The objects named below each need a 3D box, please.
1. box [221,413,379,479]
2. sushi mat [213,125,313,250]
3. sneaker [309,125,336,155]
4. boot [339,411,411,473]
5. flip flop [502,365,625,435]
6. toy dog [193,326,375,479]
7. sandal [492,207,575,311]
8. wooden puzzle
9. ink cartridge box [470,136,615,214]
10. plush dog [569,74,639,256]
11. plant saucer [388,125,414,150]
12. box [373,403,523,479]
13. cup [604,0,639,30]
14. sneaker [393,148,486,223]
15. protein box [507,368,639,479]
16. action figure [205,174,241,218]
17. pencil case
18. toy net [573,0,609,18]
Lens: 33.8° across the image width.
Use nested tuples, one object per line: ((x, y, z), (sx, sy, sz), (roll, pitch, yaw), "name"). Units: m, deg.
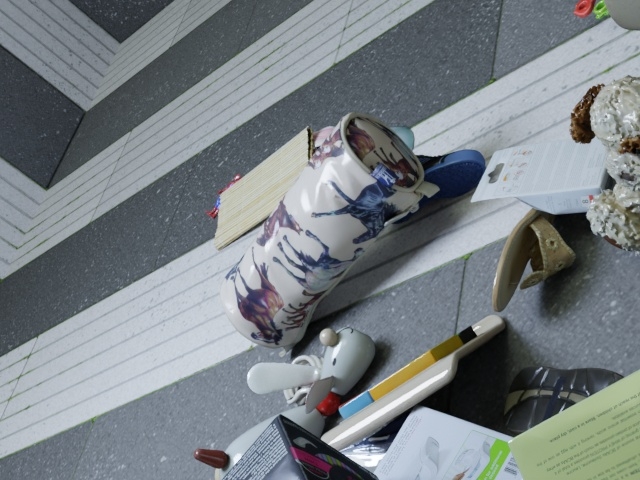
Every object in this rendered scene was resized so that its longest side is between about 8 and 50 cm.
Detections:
((0.001, 0.332, 1.077), (0.143, 0.165, 0.270), (-49, 28, 8), "box")
((-0.120, -0.105, 2.188), (0.316, 0.019, 0.151), (-33, 42, 41), "sushi mat")
((-0.021, -0.182, 2.154), (0.134, 0.051, 0.070), (-24, 32, 35), "sneaker")
((0.087, 0.280, 1.408), (0.190, 0.069, 0.086), (-13, 37, 39), "boot")
((0.294, 0.203, 1.172), (0.112, 0.080, 0.277), (-64, 15, -9), "flip flop")
((-0.067, 0.259, 1.551), (0.220, 0.161, 0.333), (-16, 43, 48), "toy dog")
((0.303, 0.004, 1.399), (0.079, 0.088, 0.240), (11, 46, 26), "sandal")
((0.120, 0.177, 1.377), (0.221, 0.044, 0.239), (-36, -5, 26), "wooden puzzle")
((0.311, -0.084, 1.438), (0.179, 0.045, 0.145), (-8, 30, 30), "ink cartridge box")
((0.407, -0.103, 1.206), (0.210, 0.225, 0.262), (-54, 27, -7), "plush dog")
((0.089, -0.146, 1.959), (0.195, 0.037, 0.195), (-37, 30, 25), "plant saucer")
((0.142, 0.340, 1.168), (0.262, 0.127, 0.231), (-59, 27, -14), "box")
((0.544, -0.416, 1.353), (0.237, 0.331, 0.331), (20, 71, 35), "cup")
((0.177, -0.110, 1.728), (0.232, 0.081, 0.090), (-26, 43, 41), "sneaker")
((0.316, 0.231, 0.943), (0.200, 0.136, 0.201), (-36, 60, 26), "protein box")
((-0.217, -0.103, 2.385), (0.115, 0.030, 0.038), (-49, 22, -2), "action figure")
((0.000, 0.000, 1.700), (0.410, 0.183, 0.160), (-52, -18, 28), "pencil case")
((0.452, -0.413, 1.734), (0.122, 0.045, 0.232), (-51, 25, 4), "toy net")
